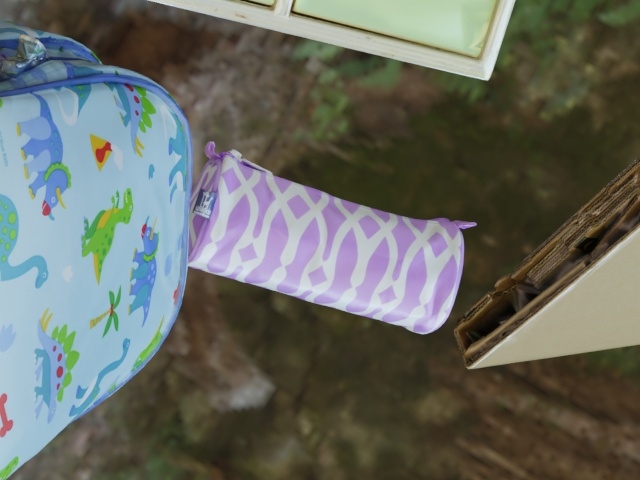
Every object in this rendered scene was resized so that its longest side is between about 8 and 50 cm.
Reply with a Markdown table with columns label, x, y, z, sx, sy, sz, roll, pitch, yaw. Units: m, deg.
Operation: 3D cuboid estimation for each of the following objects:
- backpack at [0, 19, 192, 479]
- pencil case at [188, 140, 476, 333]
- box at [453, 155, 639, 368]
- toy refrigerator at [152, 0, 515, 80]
| label | x | y | z | sx | sy | sz | roll | pitch | yaw |
| --- | --- | --- | --- | --- | --- | --- | --- | --- | --- |
| backpack | -0.219 | 0.004 | 1.006 | 0.355 | 0.273 | 0.290 | -65 | 155 | -77 |
| pencil case | 0.000 | 0.000 | 1.313 | 0.086 | 0.206 | 0.088 | 166 | -60 | -69 |
| box | 0.167 | -0.008 | 0.651 | 0.201 | 0.021 | 0.164 | -5 | 155 | -31 |
| toy refrigerator | 0.001 | -0.193 | 1.298 | 0.269 | 0.094 | 0.102 | 12 | 105 | -23 |
